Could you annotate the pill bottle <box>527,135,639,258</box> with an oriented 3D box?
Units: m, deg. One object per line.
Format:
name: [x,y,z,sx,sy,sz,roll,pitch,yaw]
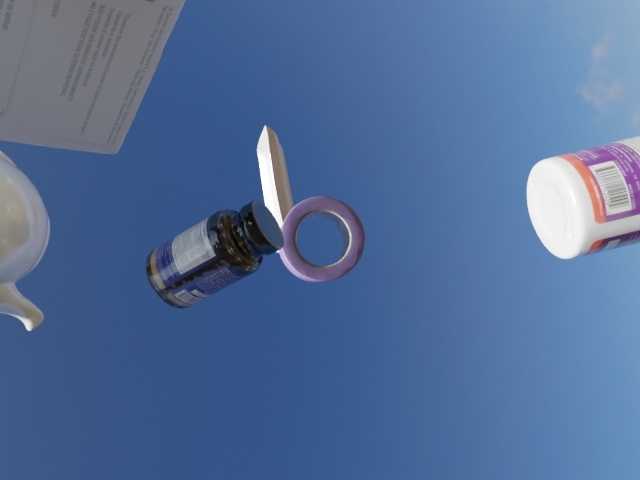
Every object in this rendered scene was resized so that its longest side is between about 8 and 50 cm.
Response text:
pill bottle: [0.330,-0.053,0.468,0.193,0.108,0.108,-13,-90,2]

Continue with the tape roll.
tape roll: [0.000,0.000,1.031,0.189,0.080,0.189,1,-97,-9]

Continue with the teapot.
teapot: [-0.540,-0.020,0.732,0.256,0.252,0.187,-68,-18,-6]

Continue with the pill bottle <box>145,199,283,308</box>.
pill bottle: [-0.179,0.022,0.784,0.123,0.219,0.123,55,-163,-26]

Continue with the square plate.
square plate: [-0.129,-0.133,1.343,0.049,0.344,0.347,-11,-87,-12]

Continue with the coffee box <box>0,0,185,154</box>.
coffee box: [-0.366,-0.336,0.447,0.338,0.338,0.334,-5,-130,-54]
